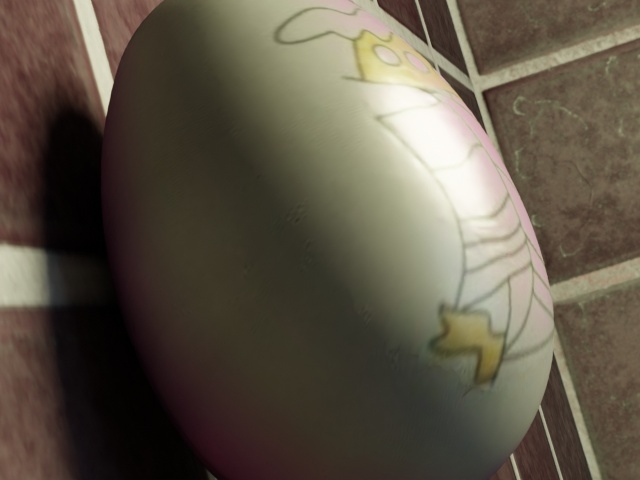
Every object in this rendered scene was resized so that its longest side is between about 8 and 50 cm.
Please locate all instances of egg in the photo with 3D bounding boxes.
[{"bbox_3d":[0.000,0.000,0.792,0.196,0.196,0.271,41,35,-66],"label":"egg"}]
